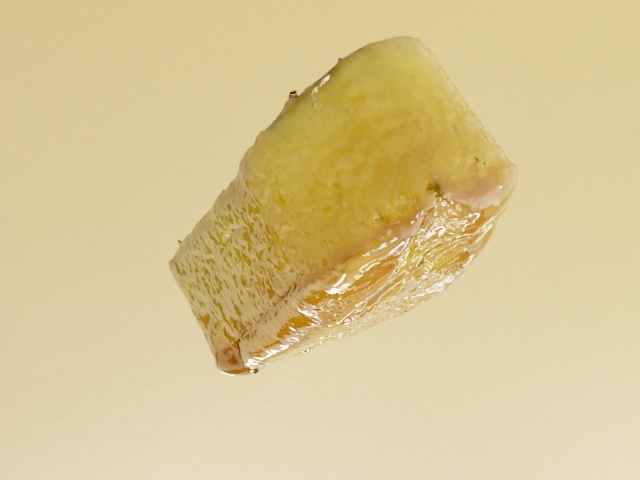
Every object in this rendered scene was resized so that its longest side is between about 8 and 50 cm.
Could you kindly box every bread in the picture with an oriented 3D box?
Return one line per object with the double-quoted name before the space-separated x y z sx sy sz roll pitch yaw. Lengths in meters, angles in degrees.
"bread" 0.000 0.000 0.535 0.094 0.102 0.245 58 -23 5
